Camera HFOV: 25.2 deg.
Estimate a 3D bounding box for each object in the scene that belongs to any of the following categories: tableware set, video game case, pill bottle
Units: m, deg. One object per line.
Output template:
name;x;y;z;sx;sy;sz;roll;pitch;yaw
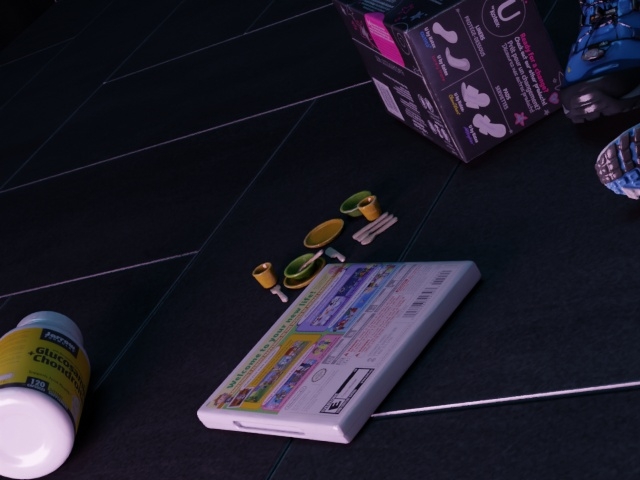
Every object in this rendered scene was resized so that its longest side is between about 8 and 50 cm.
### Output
tableware set;0.000;0.000;1.467;0.154;0.024;0.104;-36;23;-8
video game case;0.016;0.093;1.266;0.193;0.023;0.212;-2;38;49
pill bottle;-0.286;0.147;1.427;0.103;0.103;0.184;-27;24;12

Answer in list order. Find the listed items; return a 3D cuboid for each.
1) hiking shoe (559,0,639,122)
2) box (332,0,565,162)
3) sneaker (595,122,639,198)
hiking shoe;0.291;-0.231;1.429;0.113;0.132;0.304;-14;29;35
box;0.139;-0.208;1.532;0.142;0.163;0.247;-30;23;-6
sneaker;0.322;-0.093;1.218;0.191;0.071;0.083;-22;17;1
